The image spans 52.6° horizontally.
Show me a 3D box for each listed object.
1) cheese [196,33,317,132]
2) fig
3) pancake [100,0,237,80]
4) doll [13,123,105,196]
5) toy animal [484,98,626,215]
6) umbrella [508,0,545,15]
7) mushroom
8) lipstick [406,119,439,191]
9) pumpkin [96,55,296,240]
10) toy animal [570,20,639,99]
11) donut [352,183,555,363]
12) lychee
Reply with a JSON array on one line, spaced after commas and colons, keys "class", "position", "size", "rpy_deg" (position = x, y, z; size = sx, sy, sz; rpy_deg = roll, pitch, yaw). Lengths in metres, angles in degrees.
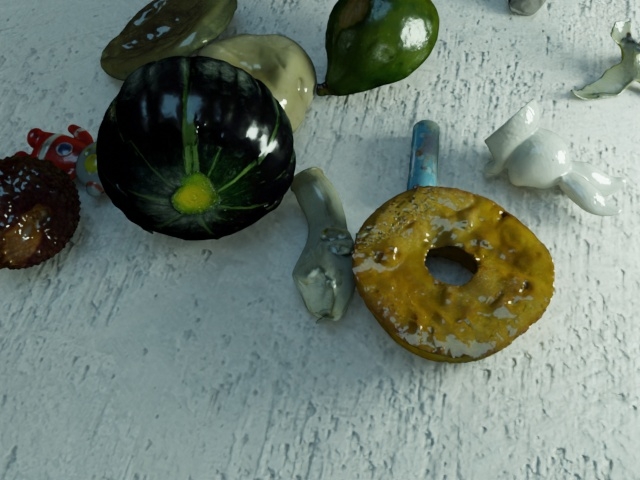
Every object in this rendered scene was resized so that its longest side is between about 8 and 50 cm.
[{"class": "cheese", "position": [-0.113, -0.275, 1.141], "size": [0.218, 0.117, 0.235], "rpy_deg": [-33, 63, -15]}, {"class": "fig", "position": [0.088, -0.346, 1.150], "size": [0.195, 0.195, 0.244], "rpy_deg": [43, 107, 25]}, {"class": "pancake", "position": [-0.283, -0.407, 1.233], "size": [0.295, 0.049, 0.294], "rpy_deg": [-15, 41, 14]}, {"class": "doll", "position": [-0.407, -0.136, 1.113], "size": [0.245, 0.076, 0.142], "rpy_deg": [12, 62, 17]}, {"class": "toy animal", "position": [0.363, -0.108, 1.028], "size": [0.221, 0.131, 0.104], "rpy_deg": [45, 36, -1]}, {"class": "umbrella", "position": [0.419, -0.585, 1.298], "size": [0.067, 0.073, 0.337], "rpy_deg": [23, 59, -19]}, {"class": "mushroom", "position": [0.003, 0.001, 0.989], "size": [0.096, 0.099, 0.277], "rpy_deg": [1, 55, -7]}, {"class": "lipstick", "position": [0.170, -0.125, 1.067], "size": [0.048, 0.048, 0.157], "rpy_deg": [5, 60, 8]}, {"class": "pumpkin", "position": [-0.184, -0.149, 0.984], "size": [0.296, 0.295, 0.295], "rpy_deg": [-2, 60, 4]}, {"class": "toy animal", "position": [0.545, -0.295, 1.106], "size": [0.219, 0.095, 0.155], "rpy_deg": [-33, 58, -12]}, {"class": "donut", "position": [0.183, 0.053, 0.927], "size": [0.278, 0.108, 0.277], "rpy_deg": [-3, 59, 4]}, {"class": "lychee", "position": [-0.483, -0.046, 1.017], "size": [0.188, 0.188, 0.188], "rpy_deg": [-2, 60, 4]}]
